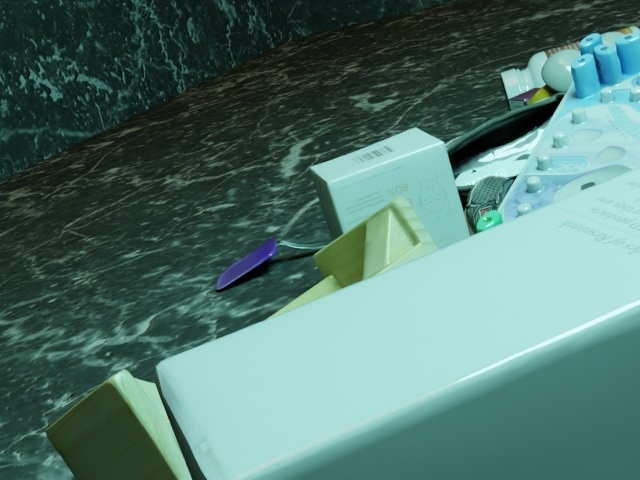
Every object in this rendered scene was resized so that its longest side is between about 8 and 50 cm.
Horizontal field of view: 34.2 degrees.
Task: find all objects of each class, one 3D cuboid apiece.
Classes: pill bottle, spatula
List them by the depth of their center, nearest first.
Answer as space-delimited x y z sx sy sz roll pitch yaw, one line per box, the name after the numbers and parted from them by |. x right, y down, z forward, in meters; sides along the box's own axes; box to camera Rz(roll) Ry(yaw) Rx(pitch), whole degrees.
0.000 0.000 1.375 0.296 0.030 0.084 -17 15 2 | spatula
0.392 -0.242 1.590 0.216 0.121 0.121 -14 17 9 | pill bottle

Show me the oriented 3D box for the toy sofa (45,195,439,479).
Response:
-0.025 0.125 0.873 0.362 0.177 0.150 -33 -2 -41 | toy sofa

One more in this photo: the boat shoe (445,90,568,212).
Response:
0.280 -0.120 1.300 0.335 0.112 0.095 -25 -19 -2 | boat shoe

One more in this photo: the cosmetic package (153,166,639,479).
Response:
0.169 0.102 0.561 0.453 0.230 0.161 -22 18 -12 | cosmetic package

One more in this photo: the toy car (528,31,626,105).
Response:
0.382 -0.184 1.428 0.182 0.159 0.136 -23 52 -19 | toy car

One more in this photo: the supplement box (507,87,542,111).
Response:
0.315 -0.176 1.525 0.055 0.083 0.043 -24 18 -23 | supplement box

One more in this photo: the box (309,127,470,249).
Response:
0.080 -0.013 1.101 0.130 0.170 0.091 -20 19 -7 | box

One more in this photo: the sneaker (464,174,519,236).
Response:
0.224 -0.028 1.109 0.121 0.112 0.299 -18 16 -2 | sneaker

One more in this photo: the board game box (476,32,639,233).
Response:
0.352 -0.077 0.886 0.390 0.050 0.390 3 40 34 | board game box
